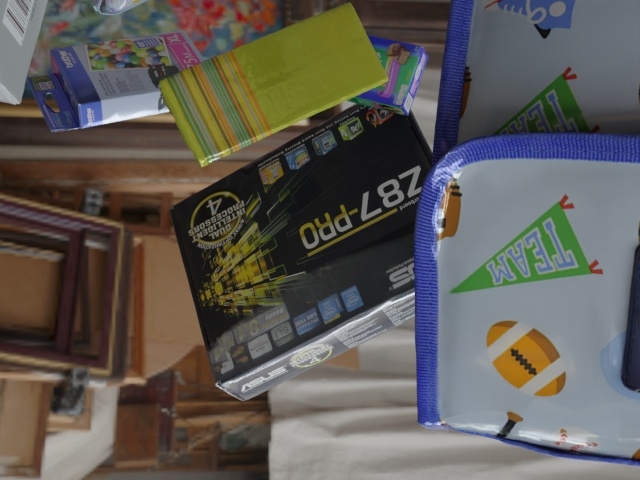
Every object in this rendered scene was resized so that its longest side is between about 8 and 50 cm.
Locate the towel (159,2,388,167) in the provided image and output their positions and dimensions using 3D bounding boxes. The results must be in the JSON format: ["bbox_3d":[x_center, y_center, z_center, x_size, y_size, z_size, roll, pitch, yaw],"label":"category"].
[{"bbox_3d":[-0.049,-0.172,0.897,0.102,0.237,0.021,64,-13,-1],"label":"towel"}]

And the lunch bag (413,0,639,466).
[{"bbox_3d":[0.240,-0.046,0.525,0.239,0.327,0.386,40,58,-65],"label":"lunch bag"}]

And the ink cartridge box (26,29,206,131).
[{"bbox_3d":[-0.362,-0.296,1.494,0.186,0.311,0.065,55,-28,37],"label":"ink cartridge box"}]

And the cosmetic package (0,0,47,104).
[{"bbox_3d":[-0.304,-0.176,0.511,0.107,0.237,0.127,107,-6,-81],"label":"cosmetic package"}]

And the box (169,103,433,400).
[{"bbox_3d":[0.000,0.000,1.158,0.097,0.394,0.318,48,18,-57],"label":"box"}]

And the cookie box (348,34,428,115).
[{"bbox_3d":[0.081,-0.229,1.124,0.092,0.107,0.040,-71,158,-6],"label":"cookie box"}]

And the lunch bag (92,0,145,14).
[{"bbox_3d":[-0.261,-0.335,1.057,0.071,0.083,0.053,64,2,37],"label":"lunch bag"}]
